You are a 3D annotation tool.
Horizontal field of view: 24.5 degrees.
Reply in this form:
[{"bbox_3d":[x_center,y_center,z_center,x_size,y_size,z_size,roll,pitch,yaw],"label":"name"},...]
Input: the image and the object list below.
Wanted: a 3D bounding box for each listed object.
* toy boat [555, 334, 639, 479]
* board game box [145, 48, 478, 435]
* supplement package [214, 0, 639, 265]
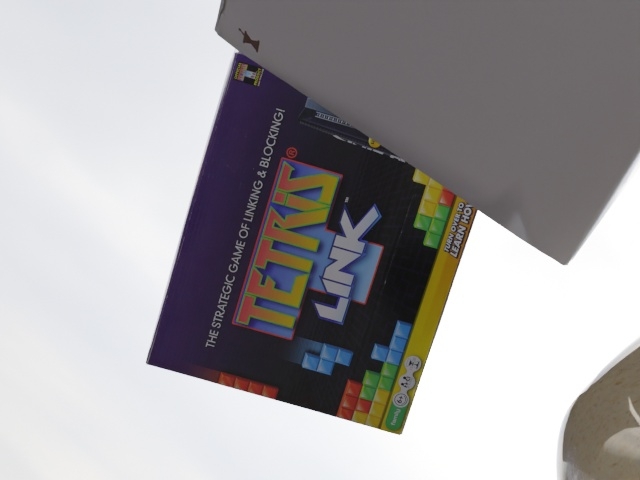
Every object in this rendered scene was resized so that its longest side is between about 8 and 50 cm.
[{"bbox_3d":[0.180,0.134,0.524,0.148,0.318,0.267,49,-35,-20],"label":"toy boat"},{"bbox_3d":[0.000,0.000,0.763,0.141,0.170,0.048,15,12,-6],"label":"board game box"},{"bbox_3d":[0.088,-0.151,0.601,0.204,0.145,0.262,35,-28,10],"label":"supplement package"}]
